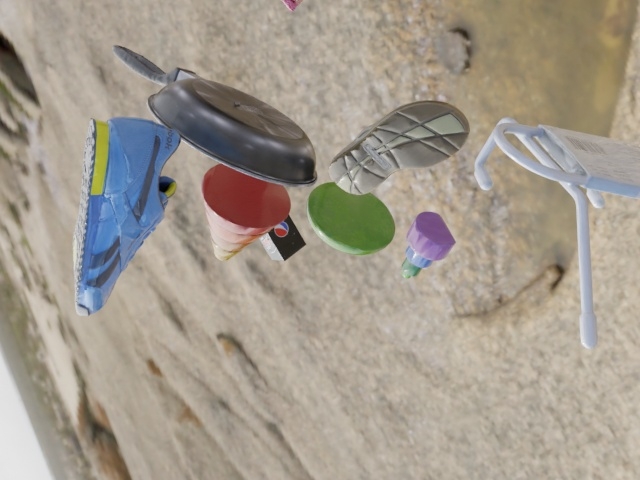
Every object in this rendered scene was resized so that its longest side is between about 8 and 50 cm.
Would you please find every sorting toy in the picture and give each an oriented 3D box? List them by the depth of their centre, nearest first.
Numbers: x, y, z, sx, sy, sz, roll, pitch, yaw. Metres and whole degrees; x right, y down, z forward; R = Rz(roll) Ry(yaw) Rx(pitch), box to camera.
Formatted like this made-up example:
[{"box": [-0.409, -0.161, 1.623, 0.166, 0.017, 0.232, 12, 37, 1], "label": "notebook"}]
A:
[{"box": [0.000, 0.000, 1.198, 0.127, 0.366, 0.126, -100, 27, -43], "label": "sorting toy"}]

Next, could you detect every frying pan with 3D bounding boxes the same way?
[{"box": [-0.109, -0.150, 0.971, 0.053, 0.197, 0.326, -62, 33, 19], "label": "frying pan"}]

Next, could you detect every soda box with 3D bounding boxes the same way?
[{"box": [-0.097, -0.046, 1.574, 0.053, 0.060, 0.168, 2, 125, 61], "label": "soda box"}]

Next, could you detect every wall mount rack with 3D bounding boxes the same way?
[{"box": [0.345, -0.018, 1.032, 0.130, 0.350, 0.304, -64, 34, 32], "label": "wall mount rack"}]

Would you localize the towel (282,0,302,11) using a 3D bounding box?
[{"box": [-0.087, -0.333, 0.932, 0.197, 0.029, 0.144, 43, -157, -16], "label": "towel"}]

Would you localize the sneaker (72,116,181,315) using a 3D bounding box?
[{"box": [-0.169, -0.012, 0.750, 0.069, 0.082, 0.209, -114, 35, -45], "label": "sneaker"}]

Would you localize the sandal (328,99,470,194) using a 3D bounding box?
[{"box": [0.080, -0.104, 0.919, 0.072, 0.049, 0.180, 46, 137, -16], "label": "sandal"}]
